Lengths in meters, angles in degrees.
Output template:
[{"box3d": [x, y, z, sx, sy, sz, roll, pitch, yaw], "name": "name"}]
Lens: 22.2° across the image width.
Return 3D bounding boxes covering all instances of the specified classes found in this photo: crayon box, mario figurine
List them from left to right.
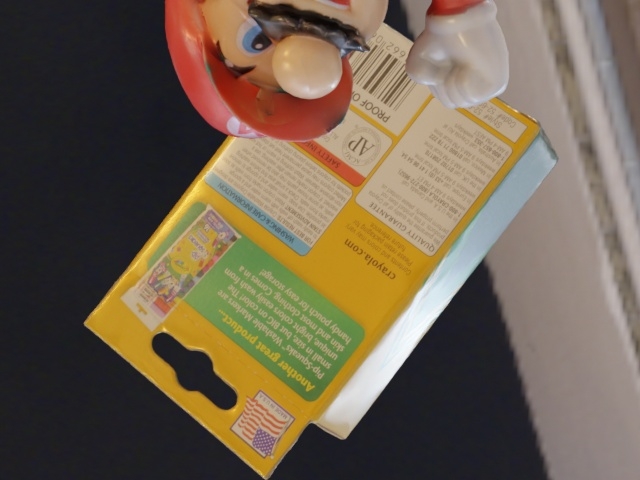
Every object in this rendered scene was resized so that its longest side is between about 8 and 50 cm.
[{"box3d": [0.000, 0.000, 1.236, 0.323, 0.203, 0.083, -52, -25, -2], "name": "crayon box"}, {"box3d": [0.026, -0.155, 0.823, 0.198, 0.320, 0.170, 41, -140, 5], "name": "mario figurine"}]
